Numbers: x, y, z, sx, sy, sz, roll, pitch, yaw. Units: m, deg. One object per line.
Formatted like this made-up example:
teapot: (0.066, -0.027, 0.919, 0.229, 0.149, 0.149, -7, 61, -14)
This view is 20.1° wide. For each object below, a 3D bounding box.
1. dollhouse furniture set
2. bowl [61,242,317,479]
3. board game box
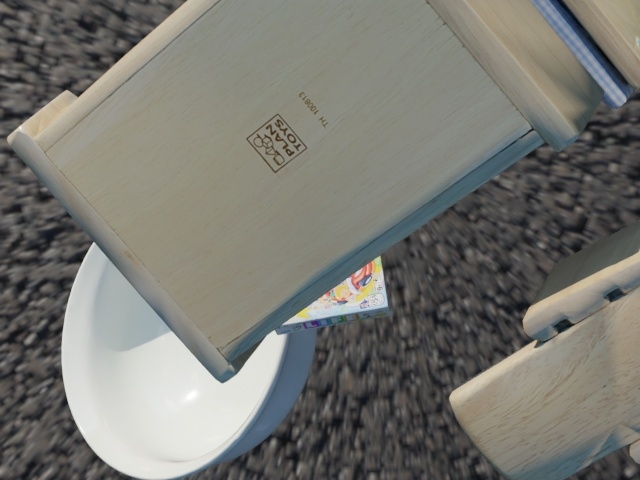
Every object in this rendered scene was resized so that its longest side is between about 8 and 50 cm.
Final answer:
dollhouse furniture set: (0.065, -0.068, 0.820, 0.198, 0.303, 0.286, -36, 99, 33)
bowl: (-0.105, 0.095, 1.775, 0.298, 0.134, 0.297, -12, 70, 37)
board game box: (0.000, 0.000, 1.600, 0.103, 0.026, 0.154, -11, 69, 5)
